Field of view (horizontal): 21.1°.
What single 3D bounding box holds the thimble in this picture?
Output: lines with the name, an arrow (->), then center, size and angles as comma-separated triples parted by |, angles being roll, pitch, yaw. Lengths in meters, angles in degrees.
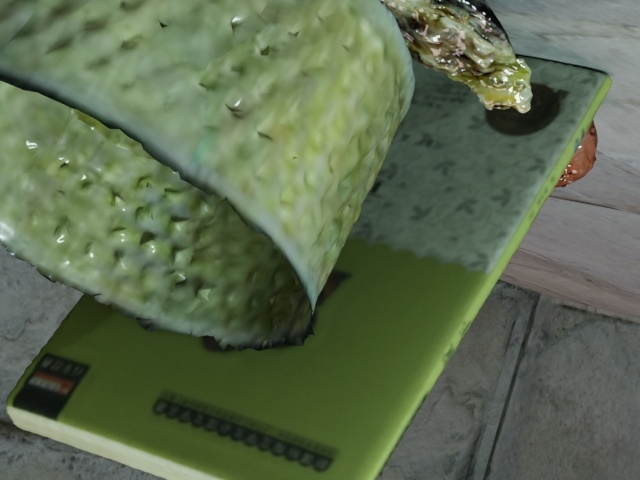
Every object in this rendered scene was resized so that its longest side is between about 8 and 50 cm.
thimble -> -0.094, -0.072, 0.891 | 0.270, 0.150, 0.271 | 23, 159, 9

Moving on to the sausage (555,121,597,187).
sausage -> 0.137, -0.070, 1.176 | 0.076, 0.076, 0.141 | 18, 177, -26

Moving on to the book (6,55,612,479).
book -> 0.000, 0.000, 1.022 | 0.239, 0.352, 0.035 | 13, 143, 32

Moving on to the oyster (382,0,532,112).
oyster -> 0.043, -0.123, 0.896 | 0.165, 0.053, 0.108 | 23, 167, 3
